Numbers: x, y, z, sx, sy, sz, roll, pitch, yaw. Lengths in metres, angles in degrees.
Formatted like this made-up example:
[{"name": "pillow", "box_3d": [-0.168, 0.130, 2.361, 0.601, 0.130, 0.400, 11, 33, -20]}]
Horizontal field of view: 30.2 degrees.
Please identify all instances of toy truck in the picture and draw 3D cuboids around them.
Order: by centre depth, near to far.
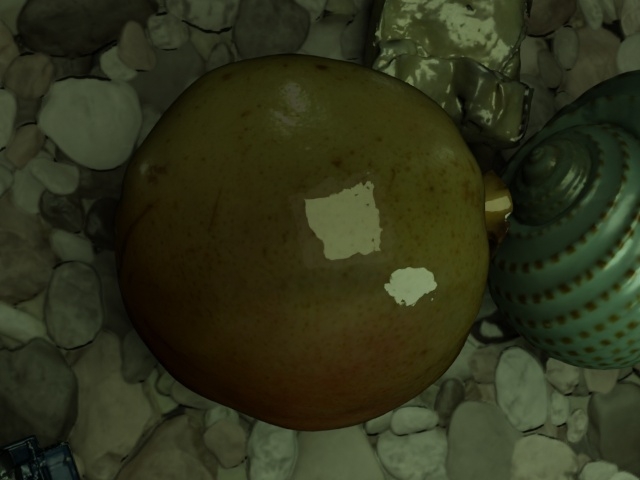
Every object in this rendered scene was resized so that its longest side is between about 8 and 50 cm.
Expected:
[{"name": "toy truck", "box_3d": [-0.284, 0.204, 0.901, 0.201, 0.088, 0.074, -19, 97, -19]}]

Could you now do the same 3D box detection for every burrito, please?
[{"name": "burrito", "box_3d": [0.125, -0.255, 1.112, 0.175, 0.107, 0.348, 7, 77, -21]}]

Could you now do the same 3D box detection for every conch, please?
[{"name": "conch", "box_3d": [0.279, -0.023, 1.075, 0.215, 0.319, 0.303, 30, 83, 31]}]

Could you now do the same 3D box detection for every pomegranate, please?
[{"name": "pomegranate", "box_3d": [0.000, 0.000, 0.932, 0.319, 0.319, 0.319, 3, 81, -19]}]
